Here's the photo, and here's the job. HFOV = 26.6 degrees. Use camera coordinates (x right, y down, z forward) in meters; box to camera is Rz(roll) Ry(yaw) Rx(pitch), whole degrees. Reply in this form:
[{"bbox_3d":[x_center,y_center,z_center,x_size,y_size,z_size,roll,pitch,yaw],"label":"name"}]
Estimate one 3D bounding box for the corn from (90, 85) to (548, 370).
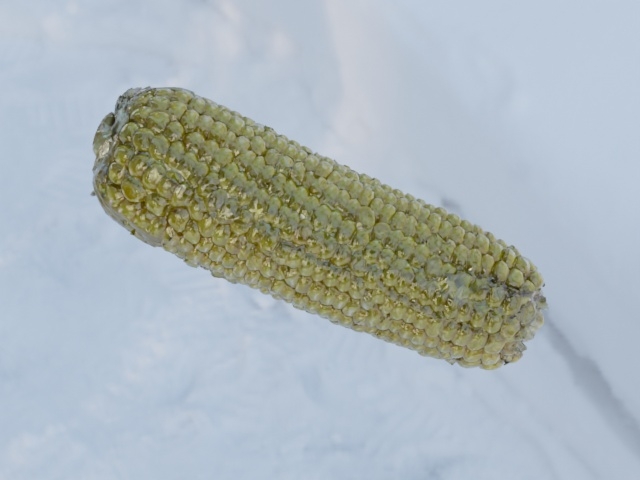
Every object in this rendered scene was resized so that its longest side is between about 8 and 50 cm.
[{"bbox_3d":[0.000,0.000,0.809,0.293,0.106,0.106,25,54,-1],"label":"corn"}]
